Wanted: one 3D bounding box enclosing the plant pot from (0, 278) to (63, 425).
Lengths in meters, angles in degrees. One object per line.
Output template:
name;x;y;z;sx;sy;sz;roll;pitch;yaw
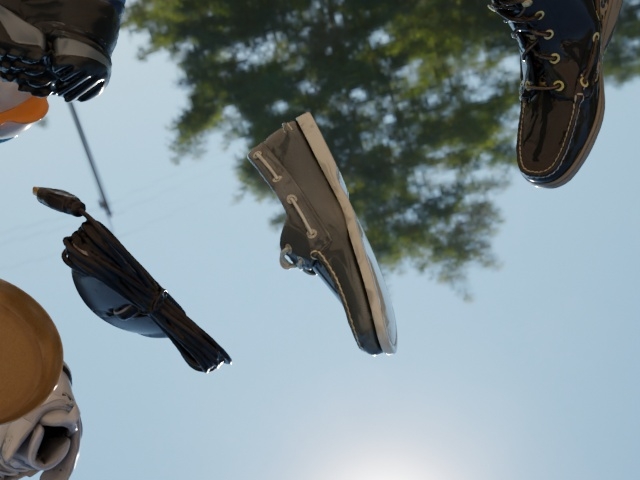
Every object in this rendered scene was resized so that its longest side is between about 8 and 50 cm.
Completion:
plant pot;-0.430;0.133;1.200;0.236;0.032;0.236;19;-139;-17

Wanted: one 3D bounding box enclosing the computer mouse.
computer mouse;-0.186;0.024;0.826;0.060;0.184;0.262;-45;-151;-9

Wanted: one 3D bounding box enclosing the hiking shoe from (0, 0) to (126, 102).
hiking shoe;-0.320;-0.226;0.883;0.304;0.132;0.113;19;159;-11

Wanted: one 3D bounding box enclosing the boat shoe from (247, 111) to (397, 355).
boat shoe;0.000;0.000;1.113;0.099;0.116;0.319;-23;-120;4

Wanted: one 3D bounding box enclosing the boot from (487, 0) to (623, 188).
boot;0.190;-0.181;0.902;0.085;0.236;0.179;9;172;43

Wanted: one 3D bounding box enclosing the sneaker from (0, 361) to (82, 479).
sneaker;-0.539;0.371;1.674;0.366;0.137;0.210;-50;-146;-4

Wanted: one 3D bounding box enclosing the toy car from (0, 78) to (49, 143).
toy car;-0.424;-0.175;1.199;0.238;0.219;0.210;24;-130;38
